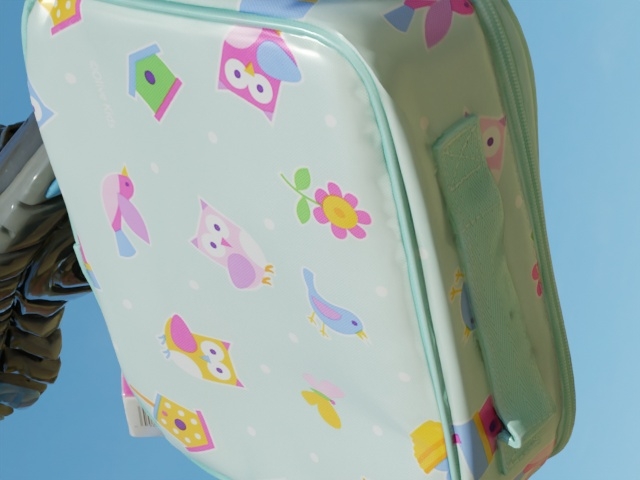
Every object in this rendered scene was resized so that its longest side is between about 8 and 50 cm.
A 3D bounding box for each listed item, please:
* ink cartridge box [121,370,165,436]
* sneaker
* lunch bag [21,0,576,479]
[{"bbox_3d":[-0.026,-0.062,0.998,0.069,0.175,0.371,92,176,-60],"label":"ink cartridge box"},{"bbox_3d":[-0.176,-0.018,0.914,0.125,0.140,0.341,-8,-26,-41],"label":"sneaker"},{"bbox_3d":[0.000,0.000,0.724,0.108,0.224,0.279,-42,-50,-38],"label":"lunch bag"}]
